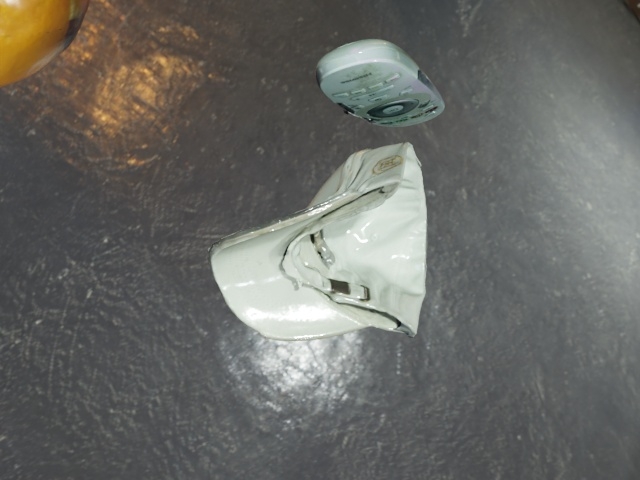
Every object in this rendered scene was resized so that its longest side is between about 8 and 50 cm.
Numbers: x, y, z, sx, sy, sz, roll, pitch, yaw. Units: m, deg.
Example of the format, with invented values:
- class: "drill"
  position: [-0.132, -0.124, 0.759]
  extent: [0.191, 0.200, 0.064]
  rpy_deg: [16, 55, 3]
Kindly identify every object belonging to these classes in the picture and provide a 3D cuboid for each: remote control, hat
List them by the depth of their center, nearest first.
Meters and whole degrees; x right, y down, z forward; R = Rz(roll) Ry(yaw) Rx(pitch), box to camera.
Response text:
- class: "remote control"
  position: [0.067, -0.160, 0.770]
  extent: [0.256, 0.098, 0.045]
  rpy_deg: [16, 64, -68]
- class: "hat"
  position: [0.005, 0.003, 0.953]
  extent: [0.168, 0.302, 0.257]
  rpy_deg: [-104, -177, -52]

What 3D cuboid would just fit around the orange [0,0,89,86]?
- class: "orange"
  position: [-0.352, -0.266, 0.711]
  extent: [0.246, 0.246, 0.246]
  rpy_deg: [19, 57, -33]
